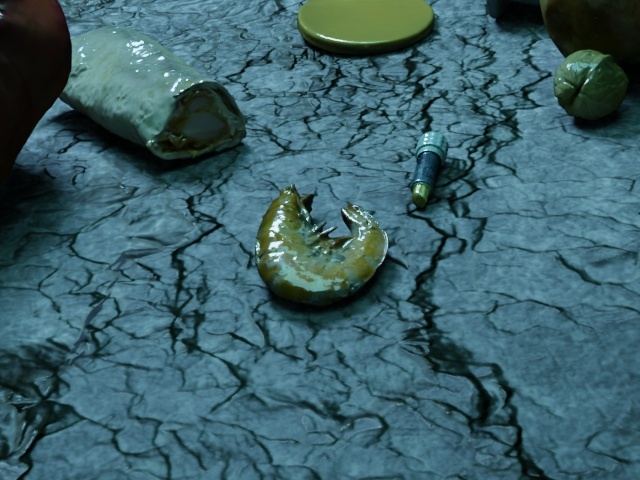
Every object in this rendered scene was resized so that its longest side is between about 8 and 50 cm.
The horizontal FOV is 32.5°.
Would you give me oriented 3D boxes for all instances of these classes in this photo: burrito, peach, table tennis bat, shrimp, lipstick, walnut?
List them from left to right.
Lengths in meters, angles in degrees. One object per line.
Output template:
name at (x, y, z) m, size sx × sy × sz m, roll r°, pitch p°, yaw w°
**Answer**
burrito at (-0.227, -0.191, 1.392) m, size 0.143 × 0.105 × 0.299 m, roll -31°, pitch 40°, yaw -26°
shrimp at (-0.001, 0.003, 1.096) m, size 0.132 × 0.051 × 0.187 m, roll 1°, pitch 39°, yaw -9°
table tennis bat at (0.043, -0.355, 1.646) m, size 0.198 × 0.050 × 0.321 m, roll -17°, pitch 37°, yaw -17°
lipstick at (0.115, -0.075, 1.200) m, size 0.037 × 0.037 × 0.116 m, roll 3°, pitch 38°, yaw 16°
walnut at (0.315, -0.183, 1.285) m, size 0.092 × 0.092 × 0.092 m, roll -5°, pitch 32°, yaw 3°
peach at (0.363, -0.326, 1.354) m, size 0.214 × 0.235 × 0.214 m, roll -19°, pitch -11°, yaw -4°

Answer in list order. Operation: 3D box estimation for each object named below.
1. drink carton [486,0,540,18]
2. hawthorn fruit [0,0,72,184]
drink carton at (0.348, -0.393, 1.543) m, size 0.190 × 0.185 × 0.191 m, roll 20°, pitch 38°, yaw 19°
hawthorn fruit at (-0.534, -0.236, 1.214) m, size 0.472 × 0.472 × 0.472 m, roll -5°, pitch 32°, yaw 3°
